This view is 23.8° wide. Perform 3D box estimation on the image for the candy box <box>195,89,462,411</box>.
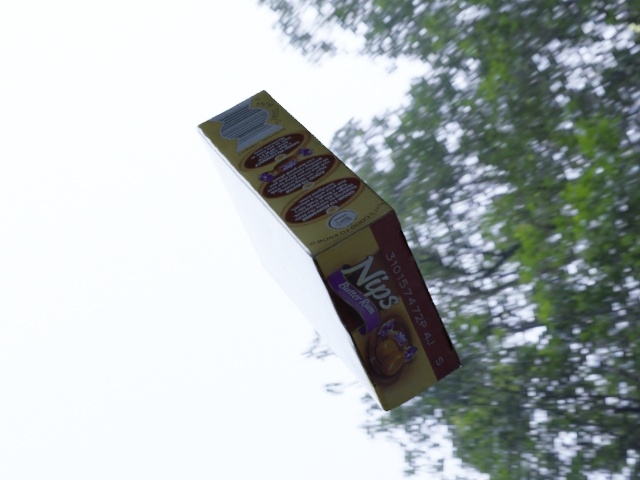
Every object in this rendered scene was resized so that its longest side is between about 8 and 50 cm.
[{"bbox_3d":[0.000,0.000,0.833,0.053,0.187,0.109,-31,-58,-10],"label":"candy box"}]
